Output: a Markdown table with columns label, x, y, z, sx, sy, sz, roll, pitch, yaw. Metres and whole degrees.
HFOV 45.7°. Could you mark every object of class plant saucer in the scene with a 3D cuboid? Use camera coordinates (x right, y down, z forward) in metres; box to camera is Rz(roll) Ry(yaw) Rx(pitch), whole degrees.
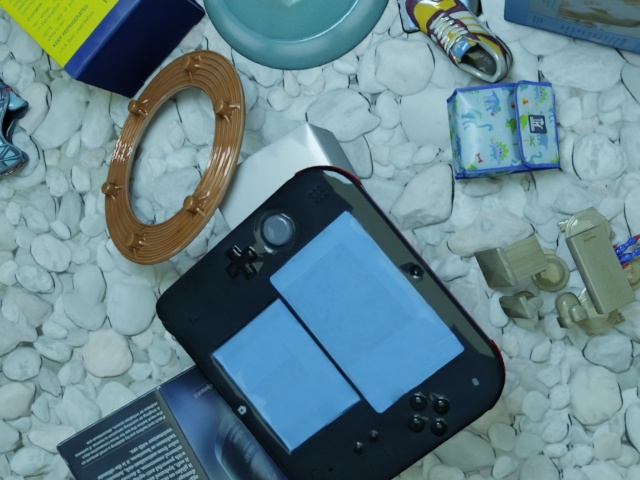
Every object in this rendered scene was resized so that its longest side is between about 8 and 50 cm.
| label | x | y | z | sx | sy | sz | roll | pitch | yaw |
| --- | --- | --- | --- | --- | --- | --- | --- | --- | --- |
| plant saucer | -0.044 | -0.427 | 1.173 | 0.318 | 0.044 | 0.317 | 0 | 92 | 11 |

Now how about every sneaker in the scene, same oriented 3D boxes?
| label | x | y | z | sx | sy | sz | roll | pitch | yaw |
| --- | --- | --- | --- | --- | --- | --- | --- | --- | --- |
| sneaker | -0.552 | -0.235 | 1.268 | 0.125 | 0.104 | 0.262 | -11 | 94 | -6 |
| sneaker | 0.197 | -0.297 | 1.095 | 0.185 | 0.084 | 0.069 | 36 | 121 | 3 |

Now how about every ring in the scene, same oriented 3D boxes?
| label | x | y | z | sx | sy | sz | roll | pitch | yaw |
| --- | --- | --- | --- | --- | --- | --- | --- | --- | --- |
| ring | -0.232 | -0.130 | 1.128 | 0.336 | 0.032 | 0.336 | -19 | 61 | 39 |

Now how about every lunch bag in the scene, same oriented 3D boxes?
| label | x | y | z | sx | sy | sz | roll | pitch | yaw |
| --- | --- | --- | --- | --- | --- | --- | --- | --- | --- |
| lunch bag | 0.268 | -0.160 | 1.100 | 0.151 | 0.096 | 0.129 | -5 | 89 | -3 |

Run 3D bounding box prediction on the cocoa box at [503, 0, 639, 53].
| label | x | y | z | sx | sy | sz | roll | pitch | yaw |
| --- | --- | --- | --- | --- | --- | --- | --- | --- | --- |
| cocoa box | 0.369 | -0.391 | 0.937 | 0.231 | 0.347 | 0.228 | 18 | 96 | 11 |

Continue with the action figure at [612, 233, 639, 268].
| label | x | y | z | sx | sy | sz | roll | pitch | yaw |
| --- | --- | --- | --- | --- | --- | --- | --- | --- | --- |
| action figure | 0.425 | 0.023 | 1.086 | 0.115 | 0.030 | 0.038 | -33 | 88 | 12 |

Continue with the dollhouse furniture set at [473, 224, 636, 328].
| label | x | y | z | sx | sy | sz | roll | pitch | yaw |
| --- | --- | --- | --- | --- | --- | --- | --- | --- | --- |
| dollhouse furniture set | 0.333 | 0.051 | 1.097 | 0.151 | 0.123 | 0.144 | -23 | 88 | -5 |

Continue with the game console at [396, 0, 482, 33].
| label | x | y | z | sx | sy | sz | roll | pitch | yaw |
| --- | --- | --- | --- | --- | --- | --- | --- | --- | --- |
| game console | 0.169 | -0.379 | 1.120 | 0.122 | 0.107 | 0.071 | -11 | 62 | 11 |

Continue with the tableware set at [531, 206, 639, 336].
| label | x | y | z | sx | sy | sz | roll | pitch | yaw |
| --- | --- | --- | --- | --- | --- | --- | --- | --- | --- |
| tableware set | 0.396 | 0.046 | 1.116 | 0.141 | 0.020 | 0.168 | -45 | 82 | 8 |

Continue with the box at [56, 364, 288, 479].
| label | x | y | z | sx | sy | sz | roll | pitch | yaw |
| --- | --- | --- | --- | --- | --- | --- | --- | --- | --- |
| box | -0.173 | 0.343 | 1.101 | 0.183 | 0.296 | 0.294 | -30 | 87 | 10 |

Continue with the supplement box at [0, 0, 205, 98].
| label | x | y | z | sx | sy | sz | roll | pitch | yaw |
| --- | --- | --- | --- | --- | --- | --- | --- | --- | --- |
| supplement box | -0.388 | -0.420 | 1.164 | 0.356 | 0.195 | 0.194 | 45 | 99 | 6 |

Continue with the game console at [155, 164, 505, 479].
| label | x | y | z | sx | sy | sz | roll | pitch | yaw |
| --- | --- | --- | --- | --- | --- | --- | --- | --- | --- |
| game console | 0.009 | 0.132 | 0.999 | 0.342 | 0.060 | 0.386 | -40 | 86 | 12 |

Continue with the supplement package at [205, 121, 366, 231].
| label | x | y | z | sx | sy | sz | roll | pitch | yaw |
| --- | --- | --- | --- | --- | --- | --- | --- | --- | --- |
| supplement package | 0.000 | 0.000 | 1.112 | 0.177 | 0.175 | 0.293 | -30 | 87 | 13 |
